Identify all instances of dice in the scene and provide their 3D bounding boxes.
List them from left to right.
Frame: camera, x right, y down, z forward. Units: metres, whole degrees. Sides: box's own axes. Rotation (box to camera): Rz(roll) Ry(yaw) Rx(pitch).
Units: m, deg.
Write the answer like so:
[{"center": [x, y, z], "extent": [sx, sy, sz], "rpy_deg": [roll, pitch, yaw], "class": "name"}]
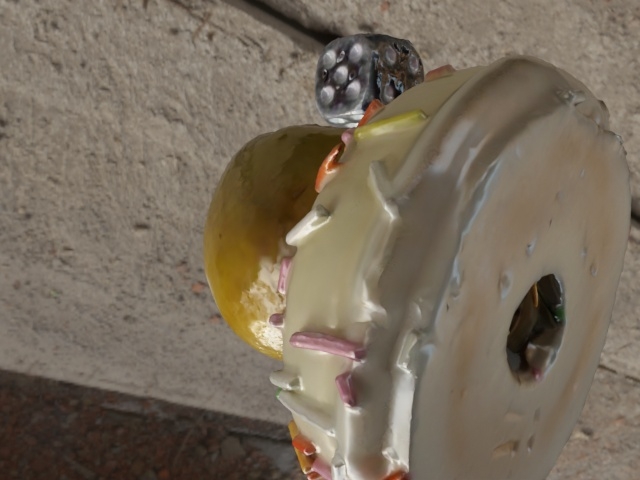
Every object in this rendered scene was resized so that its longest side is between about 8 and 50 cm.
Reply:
[{"center": [0.106, -0.337, 1.607], "extent": [0.182, 0.183, 0.181], "rpy_deg": [6, 177, -43], "class": "dice"}]

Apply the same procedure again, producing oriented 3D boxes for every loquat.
[{"center": [0.000, 0.000, 0.848], "extent": [0.276, 0.284, 0.276], "rpy_deg": [-6, 165, -2], "class": "loquat"}]

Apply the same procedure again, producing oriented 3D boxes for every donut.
[{"center": [0.110, 0.047, 0.577], "extent": [0.382, 0.142, 0.383], "rpy_deg": [-21, 118, -45], "class": "donut"}]
